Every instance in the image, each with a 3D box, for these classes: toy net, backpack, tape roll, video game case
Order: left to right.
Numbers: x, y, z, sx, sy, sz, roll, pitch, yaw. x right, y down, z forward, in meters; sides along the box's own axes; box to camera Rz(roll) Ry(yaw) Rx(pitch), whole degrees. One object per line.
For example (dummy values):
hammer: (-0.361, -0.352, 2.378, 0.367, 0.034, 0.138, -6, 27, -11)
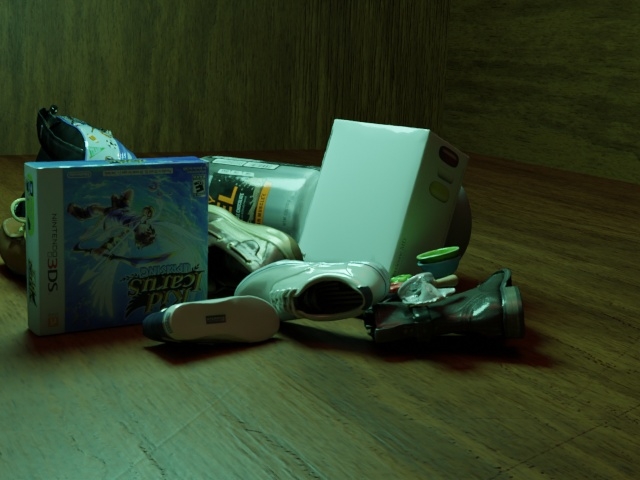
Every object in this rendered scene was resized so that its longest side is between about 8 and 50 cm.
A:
backpack: (-0.520, -0.130, 2.098, 0.213, 0.276, 0.263, 11, 9, -30)
video game case: (-0.296, 0.004, 1.435, 0.270, 0.244, 0.061, -5, 15, -32)
tape roll: (0.170, -0.037, 1.788, 0.219, 0.219, 0.072, 13, 16, 42)
toy net: (0.143, 0.055, 1.423, 0.122, 0.045, 0.232, -10, 6, 13)

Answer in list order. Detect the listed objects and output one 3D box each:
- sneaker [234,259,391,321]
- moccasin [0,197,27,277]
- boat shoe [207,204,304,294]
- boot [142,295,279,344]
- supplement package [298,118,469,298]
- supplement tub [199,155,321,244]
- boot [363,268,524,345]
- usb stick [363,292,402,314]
sneaker: (-0.028, 0.076, 1.424, 0.258, 0.094, 0.091, -12, 9, 28)
moccasin: (-0.455, 0.002, 1.656, 0.139, 0.147, 0.380, -5, 13, -31)
boat shoe: (-0.181, 0.027, 1.640, 0.342, 0.123, 0.123, 17, 38, 42)
boot: (-0.155, 0.114, 1.376, 0.190, 0.069, 0.086, 7, -13, -39)
supplement package: (0.104, -0.054, 1.654, 0.204, 0.261, 0.145, 12, -7, 39)
supplement tub: (-0.135, -0.050, 1.827, 0.338, 0.207, 0.207, 8, 13, 28)
boot: (0.178, 0.102, 1.451, 0.229, 0.091, 0.263, -5, 4, 5)
usb stick: (0.016, 0.083, 1.607, 0.278, 0.045, 0.077, 12, 22, 40)
